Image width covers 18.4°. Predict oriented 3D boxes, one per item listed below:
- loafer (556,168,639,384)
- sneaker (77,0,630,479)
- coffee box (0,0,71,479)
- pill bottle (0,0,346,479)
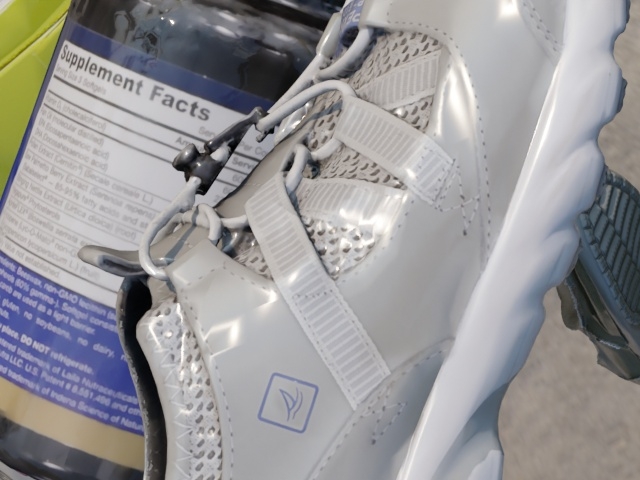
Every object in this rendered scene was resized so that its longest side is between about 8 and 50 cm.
[{"bbox_3d":[0.209,0.036,1.484,0.087,0.094,0.251,2,144,31],"label":"loafer"},{"bbox_3d":[0.000,0.000,0.500,0.115,0.105,0.281,16,74,-7],"label":"sneaker"},{"bbox_3d":[-0.146,-0.044,1.209,0.338,0.334,0.337,-48,121,-17],"label":"coffee box"},{"bbox_3d":[-0.042,-0.024,0.687,0.123,0.123,0.219,20,96,-8],"label":"pill bottle"}]
